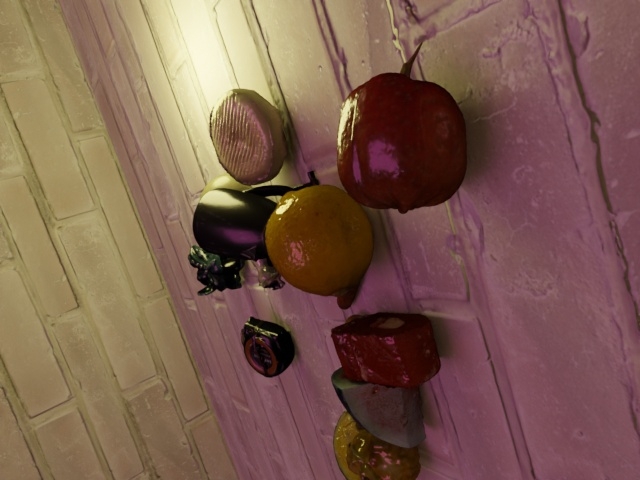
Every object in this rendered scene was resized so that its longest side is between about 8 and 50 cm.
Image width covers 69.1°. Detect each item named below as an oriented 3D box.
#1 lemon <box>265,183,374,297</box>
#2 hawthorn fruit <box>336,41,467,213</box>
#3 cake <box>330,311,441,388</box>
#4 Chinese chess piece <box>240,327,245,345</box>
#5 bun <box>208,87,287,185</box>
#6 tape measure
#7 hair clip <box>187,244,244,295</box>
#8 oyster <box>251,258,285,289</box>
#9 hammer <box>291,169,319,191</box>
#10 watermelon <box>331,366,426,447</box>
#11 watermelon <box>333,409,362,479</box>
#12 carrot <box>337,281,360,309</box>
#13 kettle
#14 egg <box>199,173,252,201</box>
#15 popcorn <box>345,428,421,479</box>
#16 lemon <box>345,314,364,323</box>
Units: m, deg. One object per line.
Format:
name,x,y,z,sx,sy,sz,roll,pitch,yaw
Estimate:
lemon,-0.001,-0.001,1.163,0.293,0.293,0.293,33,135,41
hawthorn fruit,0.145,-0.175,0.862,0.262,0.258,0.258,60,148,0
cake,0.165,0.260,1.157,0.283,0.177,0.151,-12,100,46
Chinese chess piece,-0.267,0.446,2.001,0.188,0.083,0.189,35,135,45
bun,-0.199,-0.309,1.373,0.287,0.146,0.287,22,129,30
tape measure,-0.201,0.419,1.813,0.202,0.135,0.223,12,115,28
hair clip,-0.439,0.119,1.957,0.310,0.194,0.206,8,109,55
oyster,-0.121,0.042,1.482,0.351,0.114,0.238,-49,52,40
hammer,-0.057,-0.160,1.374,0.178,0.021,0.065,-7,103,59
watermelon,0.153,0.386,1.243,0.214,0.289,0.320,-45,44,17
watermelon,0.132,0.707,1.514,0.301,0.123,0.129,47,116,48
carrot,0.081,0.131,1.317,0.060,0.060,0.186,43,143,33
kettle,-0.192,-0.064,1.372,0.290,0.268,0.207,10,149,37
egg,-0.323,-0.134,1.619,0.186,0.186,0.242,57,145,15
popcorn,0.186,0.653,1.363,0.225,0.200,0.203,-13,87,15
lemon,0.109,0.254,1.326,0.110,0.082,0.082,33,134,41
